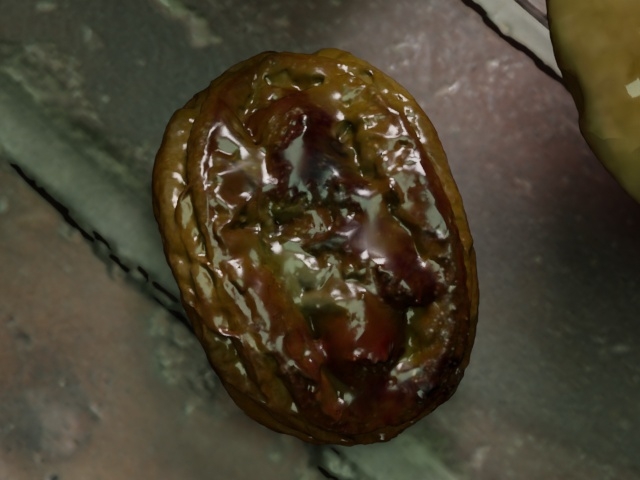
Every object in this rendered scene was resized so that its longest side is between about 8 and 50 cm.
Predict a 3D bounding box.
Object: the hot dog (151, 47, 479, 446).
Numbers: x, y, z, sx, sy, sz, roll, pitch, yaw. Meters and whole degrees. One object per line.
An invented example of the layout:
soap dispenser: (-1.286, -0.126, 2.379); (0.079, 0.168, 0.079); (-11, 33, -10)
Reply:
hot dog: (-0.002, 0.001, 0.708); (0.161, 0.099, 0.226); (-24, 82, -8)

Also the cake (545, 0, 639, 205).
cake: (0.280, -0.146, 0.668); (0.333, 0.321, 0.332); (3, 102, 15)
